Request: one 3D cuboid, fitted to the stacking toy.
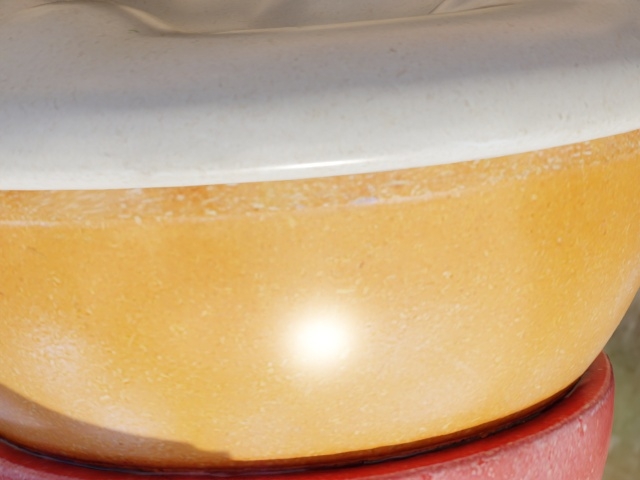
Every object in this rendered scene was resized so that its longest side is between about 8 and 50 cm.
[{"bbox_3d":[-0.011,0.133,0.752,0.350,0.350,0.480,5,103,40],"label":"stacking toy"}]
